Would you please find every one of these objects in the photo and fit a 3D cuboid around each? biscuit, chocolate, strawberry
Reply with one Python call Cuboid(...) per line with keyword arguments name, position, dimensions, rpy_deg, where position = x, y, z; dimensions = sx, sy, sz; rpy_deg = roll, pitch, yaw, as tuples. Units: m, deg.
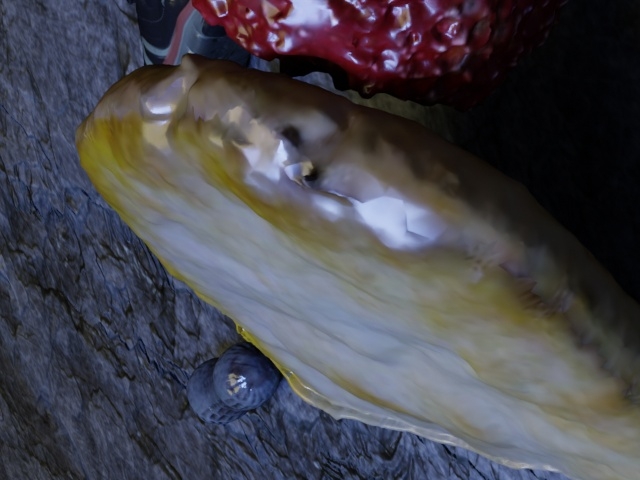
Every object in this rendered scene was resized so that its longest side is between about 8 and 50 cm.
Cuboid(name="biscuit", position=(0.035, 0.020, 1.289), dimensions=(0.429, 0.104, 0.446), rpy_deg=(11, 153, 49))
Cuboid(name="chocolate", position=(-0.091, 0.149, 1.956), dimensions=(0.072, 0.072, 0.167), rpy_deg=(65, 155, 4))
Cuboid(name="strawberry", position=(0.051, -0.213, 1.152), dimensions=(0.261, 0.261, 0.257), rpy_deg=(46, 143, 37))

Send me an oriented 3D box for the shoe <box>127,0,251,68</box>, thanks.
Cuboid(name="shoe", position=(-0.127, -0.199, 1.672), dimensions=(0.137, 0.114, 0.291), rpy_deg=(56, 151, 11))
